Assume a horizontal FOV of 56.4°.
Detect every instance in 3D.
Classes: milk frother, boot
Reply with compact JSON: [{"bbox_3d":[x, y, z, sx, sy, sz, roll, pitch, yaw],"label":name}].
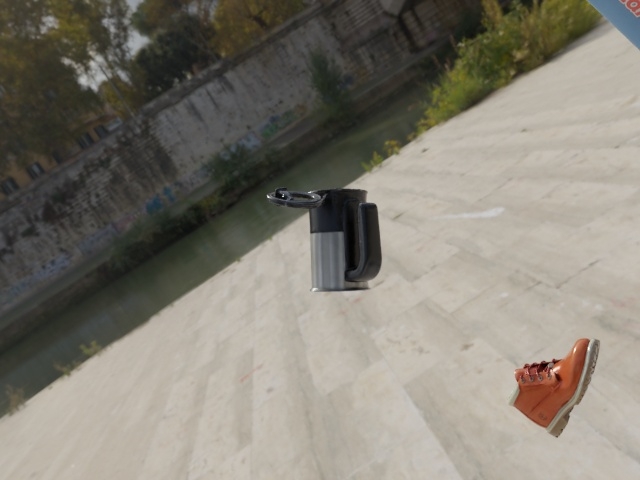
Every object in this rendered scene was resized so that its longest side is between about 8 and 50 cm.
[{"bbox_3d":[0.000,0.000,0.774,0.143,0.135,0.129,-2,-3,-13],"label":"milk frother"},{"bbox_3d":[0.292,0.174,0.753,0.059,0.084,0.158,-33,-35,-48],"label":"boot"}]

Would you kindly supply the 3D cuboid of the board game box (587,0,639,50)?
[{"bbox_3d":[0.257,-0.262,0.336,0.336,0.253,0.079,-55,9,-14],"label":"board game box"}]
